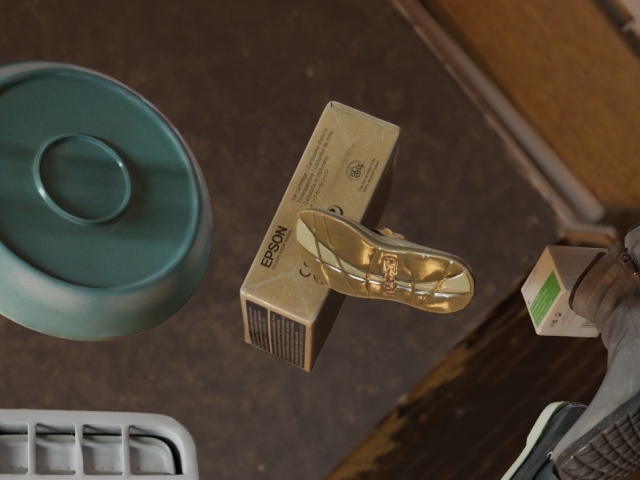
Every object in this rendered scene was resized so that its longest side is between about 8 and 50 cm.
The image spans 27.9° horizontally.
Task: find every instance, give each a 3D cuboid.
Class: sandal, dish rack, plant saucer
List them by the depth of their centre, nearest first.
[{"bbox_3d":[0.059,0.016,1.151,0.180,0.072,0.049,16,27,22],"label":"sandal"},{"bbox_3d":[-0.241,-0.054,1.281,0.043,0.317,0.317,-42,7,47],"label":"plant saucer"},{"bbox_3d":[-0.274,0.354,1.456,0.072,0.285,0.333,118,149,-47],"label":"dish rack"}]

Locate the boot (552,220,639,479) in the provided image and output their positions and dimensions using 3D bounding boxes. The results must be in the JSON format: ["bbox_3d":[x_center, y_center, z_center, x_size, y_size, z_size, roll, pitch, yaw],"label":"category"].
[{"bbox_3d":[0.384,0.140,1.638,0.338,0.118,0.223,-42,44,0],"label":"boot"}]

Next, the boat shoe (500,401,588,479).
[{"bbox_3d":[0.308,0.339,1.652,0.113,0.127,0.340,-13,27,42],"label":"boat shoe"}]

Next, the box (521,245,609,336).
[{"bbox_3d":[0.355,0.072,1.812,0.101,0.101,0.087,112,155,-43],"label":"box"}]

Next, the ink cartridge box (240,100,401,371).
[{"bbox_3d":[0.000,0.000,1.371,0.193,0.088,0.235,96,-163,-69],"label":"ink cartridge box"}]
